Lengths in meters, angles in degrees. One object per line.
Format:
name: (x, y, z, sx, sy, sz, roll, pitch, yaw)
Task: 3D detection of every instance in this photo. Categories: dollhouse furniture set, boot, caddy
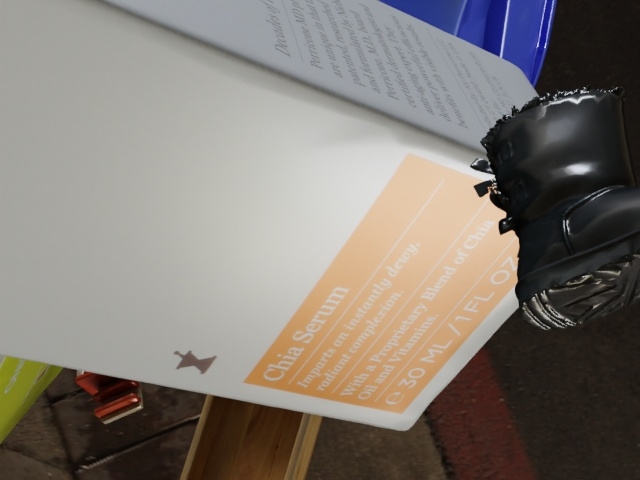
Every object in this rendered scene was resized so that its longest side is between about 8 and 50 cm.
dollhouse furniture set: (-0.354, 0.142, 1.244, 0.262, 0.259, 0.135, -24, 48, 8)
boot: (0.124, -0.024, 0.354, 0.045, 0.121, 0.099, 40, 37, -40)
caddy: (0.100, -0.211, 0.832, 0.179, 0.341, 0.241, 29, 58, 25)

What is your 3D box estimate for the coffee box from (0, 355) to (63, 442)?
coffee box: (-0.369, -0.016, 0.805, 0.334, 0.337, 0.338, 32, 25, -3)

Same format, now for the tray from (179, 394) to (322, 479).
tray: (-0.146, 0.452, 1.496, 0.203, 0.076, 0.410, 10, 73, 22)

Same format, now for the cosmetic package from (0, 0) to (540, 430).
cosmetic package: (-0.089, -0.049, 0.498, 0.453, 0.230, 0.161, 16, 36, -27)
